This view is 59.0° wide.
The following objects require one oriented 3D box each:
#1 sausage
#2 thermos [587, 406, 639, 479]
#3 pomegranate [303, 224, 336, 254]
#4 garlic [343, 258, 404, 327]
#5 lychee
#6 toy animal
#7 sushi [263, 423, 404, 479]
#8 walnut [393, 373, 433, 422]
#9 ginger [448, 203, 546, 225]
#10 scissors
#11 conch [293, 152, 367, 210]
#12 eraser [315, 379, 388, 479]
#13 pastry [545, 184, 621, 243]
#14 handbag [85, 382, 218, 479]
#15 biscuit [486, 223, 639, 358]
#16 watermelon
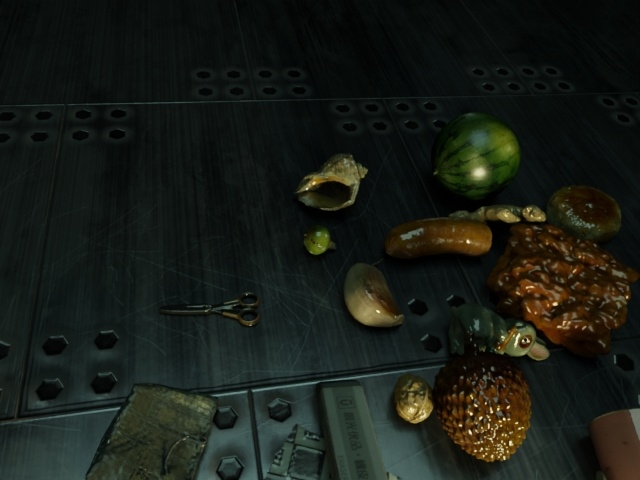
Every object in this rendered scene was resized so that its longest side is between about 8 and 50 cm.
[{"bbox_3d":[0.291,-0.005,1.414,0.270,0.109,0.109,-4,49,-11],"label":"sausage"},{"bbox_3d":[0.581,0.452,1.018,0.176,0.146,0.265,6,51,-3],"label":"thermos"},{"bbox_3d":[-0.002,-0.004,1.394,0.084,0.073,0.073,-13,49,-42],"label":"pomegranate"},{"bbox_3d":[0.115,0.111,1.308,0.128,0.091,0.198,7,38,-23],"label":"garlic"},{"bbox_3d":[0.304,0.295,1.078,0.200,0.200,0.238,-9,79,-17],"label":"lychee"},{"bbox_3d":[0.400,0.200,1.240,0.236,0.108,0.138,1,47,-9],"label":"toy animal"},{"bbox_3d":[0.036,0.496,0.940,0.339,0.069,0.320,25,49,14],"label":"sushi"},{"bbox_3d":[0.186,0.312,1.128,0.079,0.082,0.096,32,43,-18],"label":"walnut"},{"bbox_3d":[0.471,-0.067,1.479,0.258,0.149,0.065,1,84,-12],"label":"ginger"},{"bbox_3d":[-0.244,0.151,1.249,0.220,0.017,0.088,0,48,-7],"label":"scissors"},{"bbox_3d":[0.030,-0.146,1.486,0.207,0.130,0.155,-17,38,-5],"label":"conch"},{"bbox_3d":[0.056,0.369,1.012,0.089,0.061,0.352,-2,34,-9],"label":"eraser"},{"bbox_3d":[0.721,-0.070,1.546,0.192,0.093,0.182,-4,51,-13],"label":"pastry"},{"bbox_3d":[-0.296,0.373,1.003,0.175,0.089,0.270,20,47,-1],"label":"handbag"},{"bbox_3d":[0.573,0.100,1.358,0.318,0.111,0.312,28,51,16],"label":"biscuit"},{"bbox_3d":[0.421,-0.227,1.546,0.242,0.242,0.242,4,47,-5],"label":"watermelon"}]
